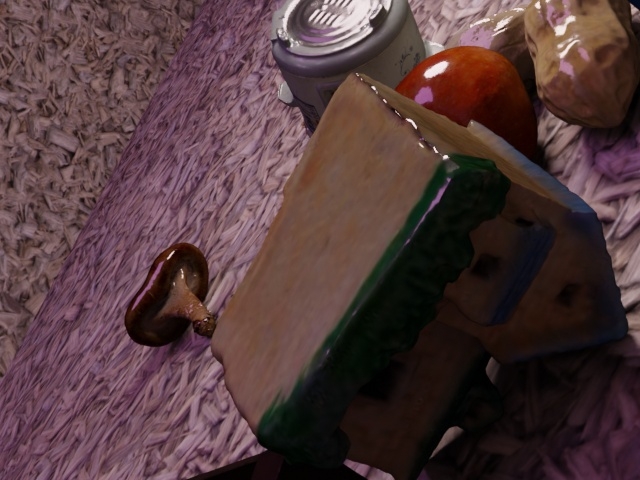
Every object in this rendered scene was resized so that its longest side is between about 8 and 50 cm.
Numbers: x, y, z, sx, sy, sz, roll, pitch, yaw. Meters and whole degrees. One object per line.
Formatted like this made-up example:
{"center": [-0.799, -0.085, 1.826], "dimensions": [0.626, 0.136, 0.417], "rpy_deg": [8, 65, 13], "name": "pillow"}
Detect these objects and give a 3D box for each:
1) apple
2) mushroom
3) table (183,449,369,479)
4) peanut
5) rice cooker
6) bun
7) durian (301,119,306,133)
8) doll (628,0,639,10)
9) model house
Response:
{"center": [0.197, -0.157, 1.581], "dimensions": [0.230, 0.230, 0.230], "rpy_deg": [-44, 23, 25], "name": "apple"}
{"center": [-0.261, 0.124, 2.261], "dimensions": [0.217, 0.148, 0.227], "rpy_deg": [16, 80, 48], "name": "mushroom"}
{"center": [-0.074, 0.399, 1.316], "dimensions": [0.282, 0.196, 0.250], "rpy_deg": [-30, 33, 47], "name": "table"}
{"center": [0.344, -0.257, 1.512], "dimensions": [0.152, 0.152, 0.313], "rpy_deg": [-38, 28, 35], "name": "peanut"}
{"center": [0.063, -0.298, 1.972], "dimensions": [0.317, 0.317, 0.264], "rpy_deg": [-37, 38, 37], "name": "rice cooker"}
{"center": [0.275, -0.270, 1.707], "dimensions": [0.173, 0.167, 0.113], "rpy_deg": [-39, 68, 50], "name": "bun"}
{"center": [0.013, -0.268, 2.306], "dimensions": [0.140, 0.078, 0.224], "rpy_deg": [-54, 20, 1], "name": "durian"}
{"center": [0.432, -0.386, 1.364], "dimensions": [0.284, 0.240, 0.310], "rpy_deg": [-14, 31, -13], "name": "doll"}
{"center": [0.123, 0.074, 1.256], "dimensions": [0.382, 0.343, 0.334], "rpy_deg": [-59, 28, 13], "name": "model house"}
